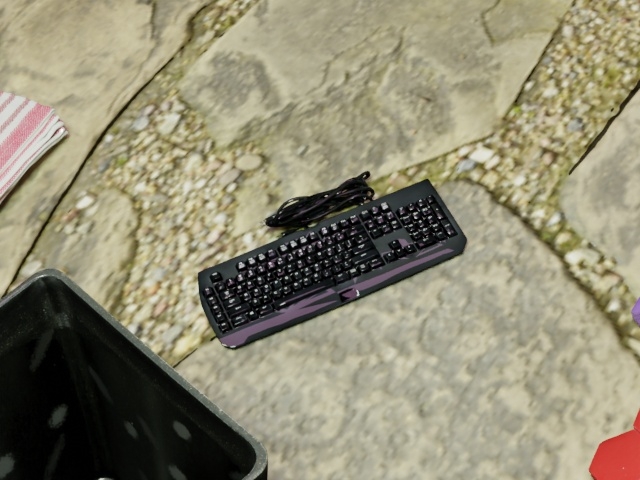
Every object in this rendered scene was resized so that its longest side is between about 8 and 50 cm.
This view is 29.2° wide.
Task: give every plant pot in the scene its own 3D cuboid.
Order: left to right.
[{"bbox_3d":[-0.143,0.165,0.673,0.188,0.167,0.187,35,63,31],"label":"plant pot"}]

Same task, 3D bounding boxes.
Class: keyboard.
[{"bbox_3d":[0.000,0.000,0.873,0.192,0.038,0.100,-22,51,-12],"label":"keyboard"}]

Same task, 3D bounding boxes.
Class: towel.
[{"bbox_3d":[-0.318,-0.071,0.981,0.197,0.029,0.144,18,55,23],"label":"towel"}]

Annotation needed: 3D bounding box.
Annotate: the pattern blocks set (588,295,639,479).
[{"bbox_3d":[0.327,0.041,0.706,0.324,0.026,0.285,-10,43,42],"label":"pattern blocks set"}]
